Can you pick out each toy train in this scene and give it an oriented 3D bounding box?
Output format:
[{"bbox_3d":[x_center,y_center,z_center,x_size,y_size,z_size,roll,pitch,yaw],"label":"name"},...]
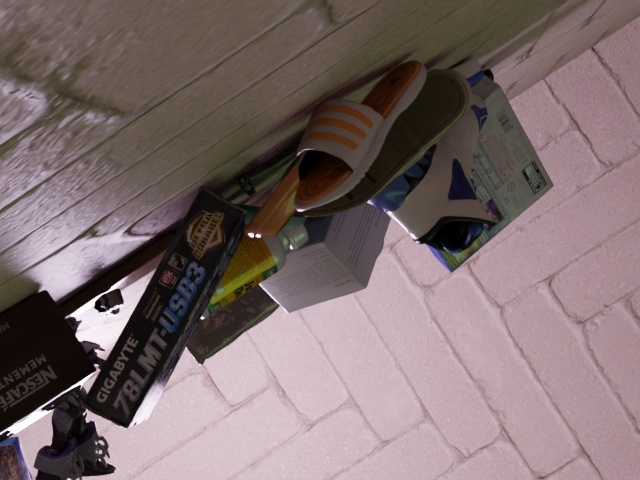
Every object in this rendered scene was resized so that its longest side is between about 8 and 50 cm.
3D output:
[{"bbox_3d":[-0.095,-0.070,1.707,0.017,0.024,0.083,-33,178,0],"label":"toy train"}]

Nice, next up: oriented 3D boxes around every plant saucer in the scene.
[{"bbox_3d":[-0.023,-0.076,1.695,0.200,0.037,0.200,-51,-179,1],"label":"plant saucer"},{"bbox_3d":[-0.078,-0.033,1.854,0.119,0.021,0.119,8,-175,-1],"label":"plant saucer"}]

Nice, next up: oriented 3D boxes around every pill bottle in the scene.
[{"bbox_3d":[-0.128,0.019,2.015,0.208,0.118,0.117,-33,178,-12],"label":"pill bottle"}]

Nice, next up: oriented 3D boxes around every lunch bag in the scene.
[{"bbox_3d":[-0.158,0.081,2.422,0.235,0.169,0.287,-37,-175,7],"label":"lunch bag"}]

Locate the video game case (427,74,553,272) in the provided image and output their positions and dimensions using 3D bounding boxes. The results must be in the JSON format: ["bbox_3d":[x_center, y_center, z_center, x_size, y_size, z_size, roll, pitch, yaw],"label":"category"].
[{"bbox_3d":[0.250,-0.111,2.263,0.244,0.269,0.061,-40,-139,-4],"label":"video game case"}]

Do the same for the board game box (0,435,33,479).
[{"bbox_3d":[-0.548,0.418,1.833,0.232,0.141,0.291,-11,-162,8],"label":"board game box"}]

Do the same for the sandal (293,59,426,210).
[{"bbox_3d":[0.029,-0.138,1.509,0.102,0.076,0.265,-14,-147,47],"label":"sandal"}]

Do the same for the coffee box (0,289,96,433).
[{"bbox_3d":[-0.399,0.179,1.630,0.168,0.119,0.297,-32,178,-24],"label":"coffee box"}]

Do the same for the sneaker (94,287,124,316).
[{"bbox_3d":[-0.293,0.086,1.794,0.037,0.032,0.083,-17,166,-20],"label":"sneaker"}]

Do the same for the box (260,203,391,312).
[{"bbox_3d":[0.000,0.000,2.152,0.182,0.119,0.181,-20,-146,38],"label":"box"}]

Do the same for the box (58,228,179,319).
[{"bbox_3d":[-0.266,0.044,1.859,0.201,0.021,0.164,-34,178,9],"label":"box"}]

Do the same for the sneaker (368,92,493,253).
[{"bbox_3d":[0.187,-0.082,2.013,0.127,0.182,0.315,-34,-171,41],"label":"sneaker"}]

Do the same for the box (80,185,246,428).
[{"bbox_3d":[-0.189,0.090,1.661,0.296,0.073,0.293,-63,179,-6],"label":"box"}]

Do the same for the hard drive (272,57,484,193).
[{"bbox_3d":[0.086,-0.163,2.035,0.318,0.040,0.210,-32,178,-20],"label":"hard drive"}]

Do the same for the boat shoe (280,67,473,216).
[{"bbox_3d":[0.084,-0.129,1.827,0.302,0.113,0.103,-31,177,18],"label":"boat shoe"}]

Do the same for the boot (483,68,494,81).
[{"bbox_3d":[0.313,-0.182,2.399,0.091,0.229,0.263,-32,179,-9],"label":"boot"}]

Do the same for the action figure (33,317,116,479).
[{"bbox_3d":[-0.363,0.228,1.924,0.099,0.285,0.185,7,-157,13],"label":"action figure"}]
